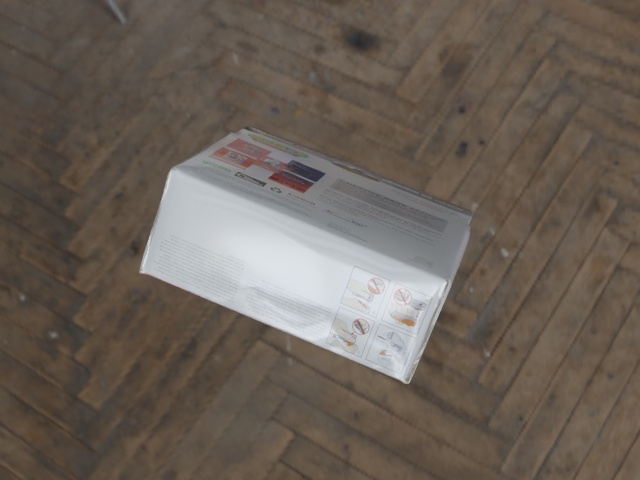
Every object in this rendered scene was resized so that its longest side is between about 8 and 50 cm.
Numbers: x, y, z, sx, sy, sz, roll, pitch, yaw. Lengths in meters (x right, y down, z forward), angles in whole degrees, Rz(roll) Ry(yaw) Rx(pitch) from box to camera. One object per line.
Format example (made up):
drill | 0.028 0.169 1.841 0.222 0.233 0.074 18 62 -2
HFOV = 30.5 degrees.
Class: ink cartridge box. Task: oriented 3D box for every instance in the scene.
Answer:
ink cartridge box | 0.000 0.000 1.316 0.309 0.272 0.130 22 110 7
